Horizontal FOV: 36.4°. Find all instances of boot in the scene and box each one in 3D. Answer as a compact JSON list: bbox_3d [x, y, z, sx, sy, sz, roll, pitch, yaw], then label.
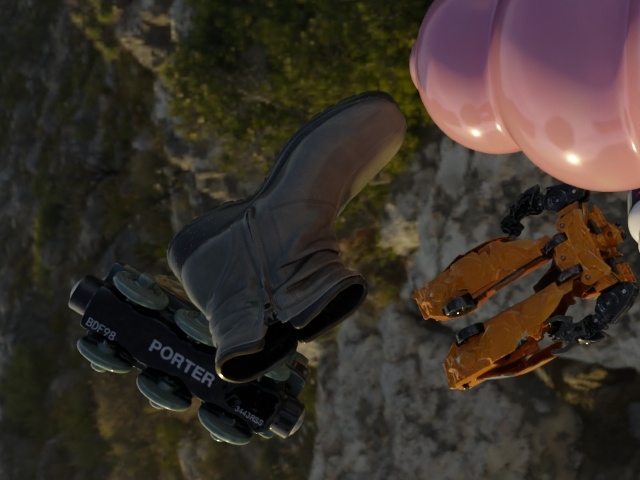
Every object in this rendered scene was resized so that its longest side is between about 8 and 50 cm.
[{"bbox_3d":[0.000,0.000,0.777,0.083,0.246,0.161,51,180,-44],"label":"boot"}]

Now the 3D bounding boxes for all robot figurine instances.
[{"bbox_3d":[0.258,0.060,1.209,0.291,0.085,0.211,-35,62,31],"label":"robot figurine"}]

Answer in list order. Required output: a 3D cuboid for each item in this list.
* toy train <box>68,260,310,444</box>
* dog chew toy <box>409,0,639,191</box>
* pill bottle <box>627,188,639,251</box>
[{"bbox_3d":[-0.163,0.141,1.261,0.334,0.190,0.142,30,98,2],"label":"toy train"},{"bbox_3d":[0.204,-0.120,0.615,0.332,0.207,0.206,6,104,39],"label":"dog chew toy"},{"bbox_3d":[0.535,-0.052,1.514,0.193,0.108,0.108,-71,6,-48],"label":"pill bottle"}]
